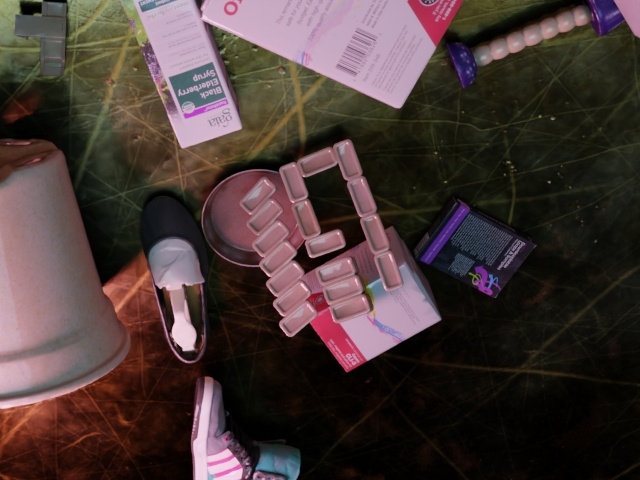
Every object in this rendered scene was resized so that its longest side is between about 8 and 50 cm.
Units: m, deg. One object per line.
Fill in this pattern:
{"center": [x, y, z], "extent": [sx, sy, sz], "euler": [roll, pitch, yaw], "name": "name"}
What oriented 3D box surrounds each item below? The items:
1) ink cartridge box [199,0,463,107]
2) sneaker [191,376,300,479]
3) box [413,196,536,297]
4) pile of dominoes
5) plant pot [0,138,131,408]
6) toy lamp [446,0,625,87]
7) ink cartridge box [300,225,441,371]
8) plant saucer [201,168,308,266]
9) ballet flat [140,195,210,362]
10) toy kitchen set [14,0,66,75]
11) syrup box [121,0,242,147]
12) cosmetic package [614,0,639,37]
{"center": [0.023, -0.349, 1.673], "extent": [0.306, 0.131, 0.226], "euler": [24, 119, -14], "name": "ink cartridge box"}
{"center": [-0.122, 0.347, 2.068], "extent": [0.178, 0.124, 0.295], "euler": [0, 127, -2], "name": "sneaker"}
{"center": [0.246, 0.012, 1.988], "extent": [0.162, 0.029, 0.116], "euler": [27, 113, -20], "name": "box"}
{"center": [0.000, 0.000, 1.860], "extent": [0.196, 0.040, 0.251], "euler": [-20, 85, 9], "name": "pile of dominoes"}
{"center": [-0.453, 0.028, 1.760], "extent": [0.334, 0.334, 0.305], "euler": [-7, 108, -4], "name": "plant pot"}
{"center": [0.321, -0.303, 1.795], "extent": [0.274, 0.080, 0.080], "euler": [-20, 120, 6], "name": "toy lamp"}
{"center": [0.078, 0.090, 1.950], "extent": [0.176, 0.128, 0.127], "euler": [-30, 118, 10], "name": "ink cartridge box"}
{"center": [-0.098, -0.039, 1.911], "extent": [0.168, 0.029, 0.168], "euler": [-4, 120, -6], "name": "plant saucer"}
{"center": [-0.213, 0.069, 1.917], "extent": [0.095, 0.096, 0.280], "euler": [-11, 120, -1], "name": "ballet flat"}
{"center": [-0.389, -0.280, 1.732], "extent": [0.068, 0.075, 0.083], "euler": [2, 79, -13], "name": "toy kitchen set"}
{"center": [-0.191, -0.257, 1.735], "extent": [0.093, 0.096, 0.237], "euler": [-18, 119, 2], "name": "syrup box"}
{"center": [0.508, -0.465, 1.548], "extent": [0.329, 0.327, 0.394], "euler": [-40, 118, -1], "name": "cosmetic package"}
